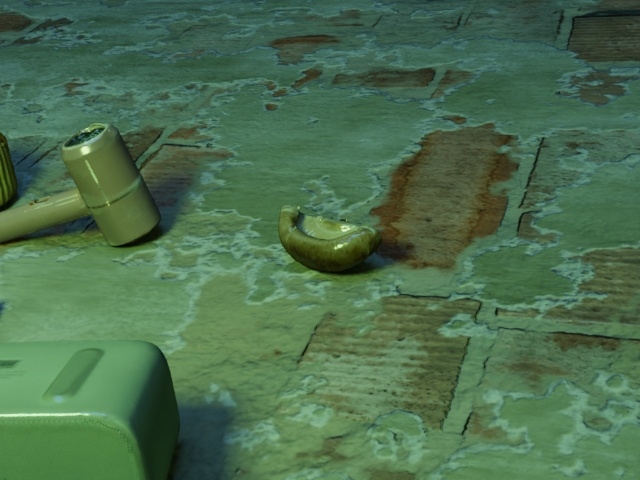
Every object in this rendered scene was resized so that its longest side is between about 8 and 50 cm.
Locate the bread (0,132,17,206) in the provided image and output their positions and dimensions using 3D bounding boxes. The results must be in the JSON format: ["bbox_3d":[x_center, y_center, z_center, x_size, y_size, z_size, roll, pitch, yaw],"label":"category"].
[{"bbox_3d":[-0.699,-0.121,1.928,0.253,0.142,0.227,-19,23,-16],"label":"bread"}]

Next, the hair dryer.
[{"bbox_3d":[-0.459,-0.061,1.752,0.344,0.189,0.106,-17,27,14],"label":"hair dryer"}]

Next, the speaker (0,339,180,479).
[{"bbox_3d":[-0.371,0.223,1.194,0.406,0.183,0.184,-3,24,8],"label":"speaker"}]

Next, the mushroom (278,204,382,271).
[{"bbox_3d":[-0.001,0.002,1.601,0.210,0.072,0.094,15,34,41],"label":"mushroom"}]
